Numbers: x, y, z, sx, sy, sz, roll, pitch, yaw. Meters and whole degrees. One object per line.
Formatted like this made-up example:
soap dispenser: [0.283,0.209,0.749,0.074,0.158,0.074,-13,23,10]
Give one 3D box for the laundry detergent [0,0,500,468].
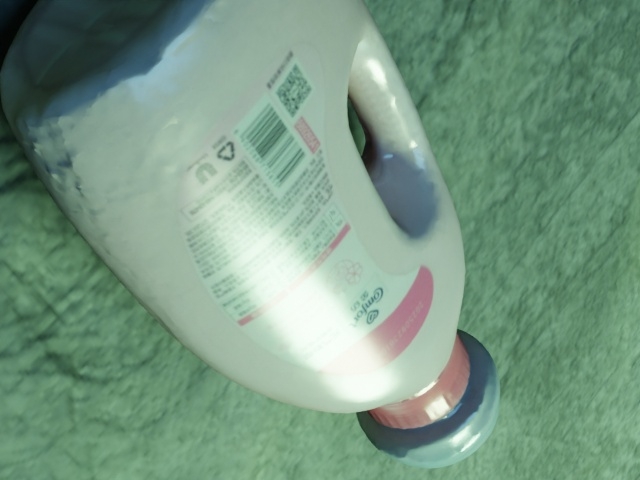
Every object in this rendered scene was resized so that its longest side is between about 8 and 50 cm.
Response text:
laundry detergent: [0.000,0.000,0.525,0.159,0.088,0.335,-52,138,-15]
